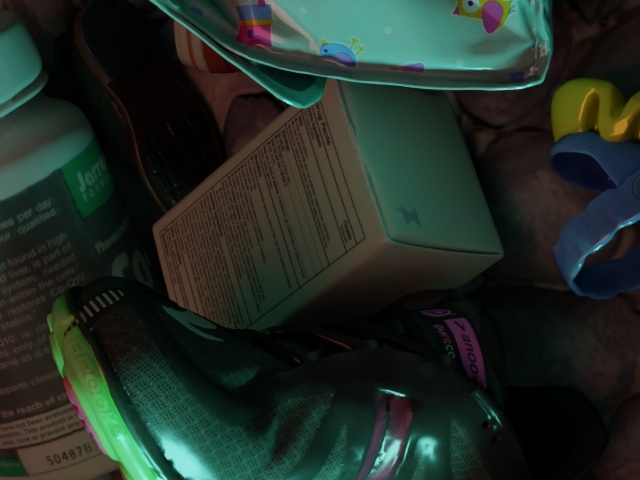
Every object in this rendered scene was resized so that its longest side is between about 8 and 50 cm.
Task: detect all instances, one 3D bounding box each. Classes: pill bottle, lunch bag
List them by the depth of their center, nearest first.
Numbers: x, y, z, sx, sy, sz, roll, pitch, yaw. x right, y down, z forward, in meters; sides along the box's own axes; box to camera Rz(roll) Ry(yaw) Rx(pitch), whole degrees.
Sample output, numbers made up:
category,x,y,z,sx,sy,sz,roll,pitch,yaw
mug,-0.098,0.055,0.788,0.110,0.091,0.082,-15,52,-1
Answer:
category,x,y,z,sx,sy,sz,roll,pitch,yaw
lunch bag,0.020,-0.183,1.047,0.262,0.223,0.160,0,108,5
pill bottle,-0.255,0.008,1.324,0.204,0.204,0.361,-6,115,36

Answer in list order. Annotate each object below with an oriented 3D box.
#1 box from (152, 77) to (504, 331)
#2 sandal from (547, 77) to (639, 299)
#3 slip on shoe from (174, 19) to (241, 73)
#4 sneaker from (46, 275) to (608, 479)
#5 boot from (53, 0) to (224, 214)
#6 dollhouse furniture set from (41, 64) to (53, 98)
category,x,y,z,sx,sy,sz,roll,pitch,yaw
box,0.000,0.000,1.207,0.232,0.126,0.149,-37,58,37
sandal,0.274,-0.006,1.021,0.317,0.126,0.138,13,74,38
slip on shoe,-0.046,-0.281,1.189,0.101,0.123,0.331,9,113,12
sneaker,0.018,0.103,1.096,0.202,0.482,0.185,-49,47,19
boot,-0.153,-0.100,1.358,0.106,0.082,0.219,-4,113,61
dollhouse furniture set,-0.351,-0.142,1.428,0.183,0.129,0.129,9,110,34
